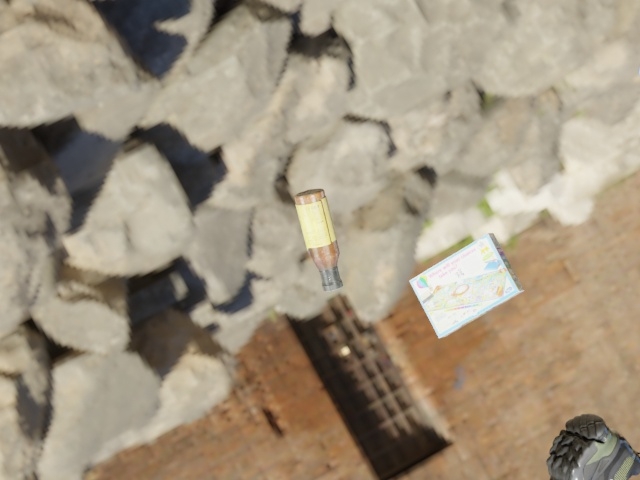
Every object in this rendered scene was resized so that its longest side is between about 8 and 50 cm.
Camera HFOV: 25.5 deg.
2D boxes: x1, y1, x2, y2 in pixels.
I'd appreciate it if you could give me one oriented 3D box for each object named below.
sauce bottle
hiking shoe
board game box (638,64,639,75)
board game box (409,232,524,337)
[{"bbox_3d":[0.000,0.000,1.765,0.042,0.128,0.042,-12,-169,2],"label":"sauce bottle"},{"bbox_3d":[0.264,0.298,1.455,0.227,0.114,0.086,-60,-161,-2],"label":"hiking shoe"},{"bbox_3d":[0.353,-0.278,1.421,0.035,0.136,0.201,9,147,13],"label":"board game box"},{"bbox_3d":[0.226,0.070,2.199,0.154,0.103,0.026,-32,167,25],"label":"board game box"}]
